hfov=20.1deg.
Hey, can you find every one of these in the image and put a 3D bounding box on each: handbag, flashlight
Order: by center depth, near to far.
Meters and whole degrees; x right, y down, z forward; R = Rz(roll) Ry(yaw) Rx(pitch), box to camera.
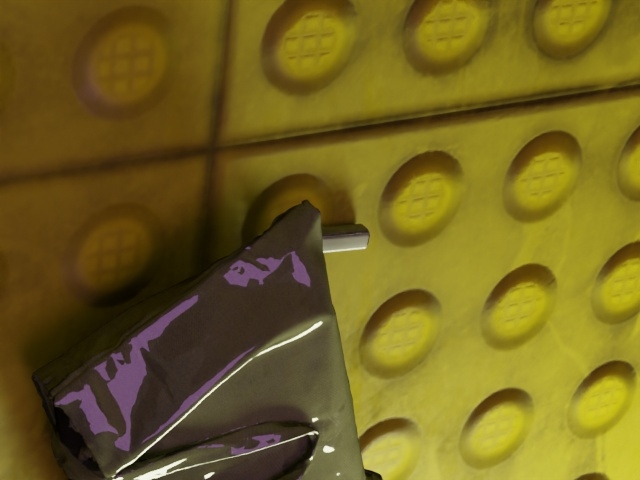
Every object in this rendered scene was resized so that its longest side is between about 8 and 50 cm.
[{"bbox_3d":[-0.079,0.147,1.402,0.253,0.109,0.316,-27,135,-16],"label":"handbag"},{"bbox_3d":[0.000,0.000,1.432,0.083,0.018,0.018,-6,120,-34],"label":"flashlight"}]
